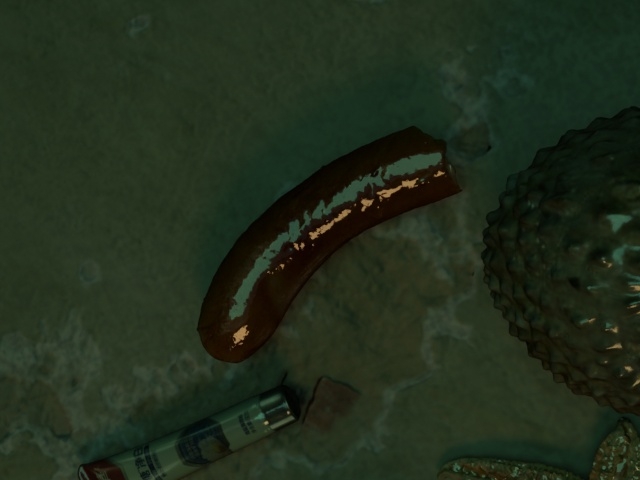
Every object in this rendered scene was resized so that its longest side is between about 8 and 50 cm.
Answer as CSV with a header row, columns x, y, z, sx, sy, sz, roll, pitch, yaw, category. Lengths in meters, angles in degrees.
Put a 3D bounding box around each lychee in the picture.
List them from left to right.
x,y,z,sx,sy,sz,roll,pitch,yaw,category
0.270,0.018,0.904,0.274,0.255,0.255,-6,83,47,lychee

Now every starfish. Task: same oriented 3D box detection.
x,y,z,sx,sy,sz,roll,pitch,yaw,category
0.241,0.270,0.978,0.295,0.048,0.231,4,86,17,starfish

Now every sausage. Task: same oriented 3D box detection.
x,y,z,sx,sy,sz,roll,pitch,yaw,category
-0.004,-0.003,1.053,0.302,0.076,0.103,-38,76,9,sausage

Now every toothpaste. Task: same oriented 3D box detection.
x,y,z,sx,sy,sz,roll,pitch,yaw,category
-0.130,0.205,1.092,0.239,0.039,0.062,-26,86,14,toothpaste
